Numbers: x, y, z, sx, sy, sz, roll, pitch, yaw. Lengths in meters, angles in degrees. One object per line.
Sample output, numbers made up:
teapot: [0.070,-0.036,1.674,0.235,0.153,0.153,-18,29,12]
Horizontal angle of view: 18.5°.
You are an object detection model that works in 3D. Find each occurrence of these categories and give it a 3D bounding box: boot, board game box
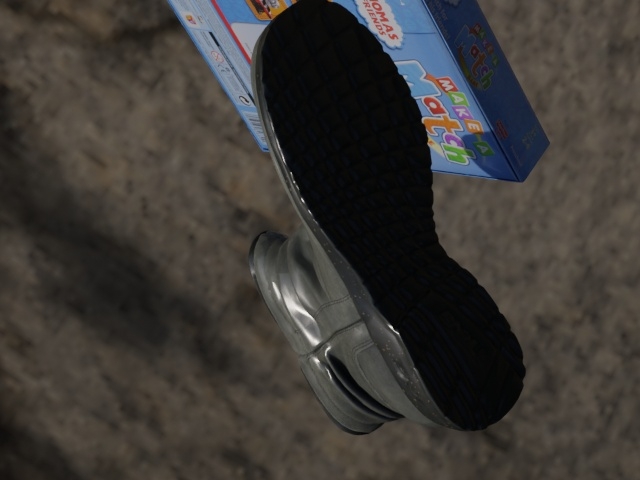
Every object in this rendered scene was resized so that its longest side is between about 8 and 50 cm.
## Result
boot: [0.000,0.000,1.051,0.161,0.083,0.246,-7,110,60]
board game box: [0.012,-0.110,1.127,0.211,0.039,0.160,11,143,44]
